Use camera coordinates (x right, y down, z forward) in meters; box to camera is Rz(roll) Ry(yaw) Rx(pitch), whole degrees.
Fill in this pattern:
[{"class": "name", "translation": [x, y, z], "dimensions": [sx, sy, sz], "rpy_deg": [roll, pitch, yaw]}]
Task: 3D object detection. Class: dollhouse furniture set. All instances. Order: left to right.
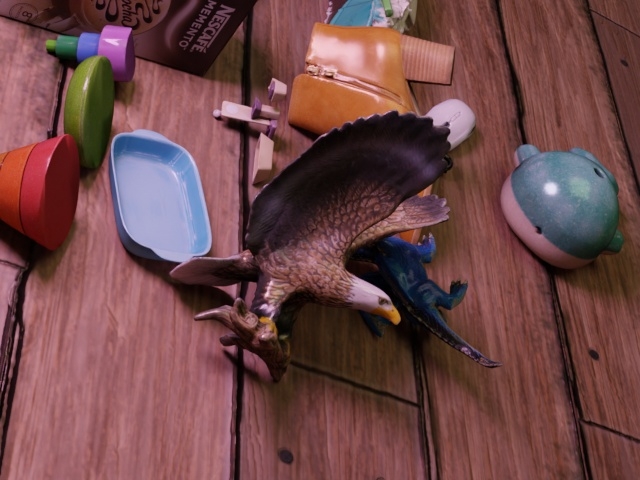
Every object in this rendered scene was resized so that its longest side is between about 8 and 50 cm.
[{"class": "dollhouse furniture set", "translation": [-0.094, -0.139, 1.521], "dimensions": [0.081, 0.091, 0.114], "rpy_deg": [12, 49, -11]}]

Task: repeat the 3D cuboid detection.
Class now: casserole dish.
[{"class": "casserole dish", "translation": [-0.188, -0.044, 1.380], "dimensions": [0.114, 0.037, 0.188], "rpy_deg": [10, 48, -33]}]

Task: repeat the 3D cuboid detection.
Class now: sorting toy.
[{"class": "sorting toy", "translation": [-0.307, -0.135, 1.340], "dimensions": [0.126, 0.127, 0.366], "rpy_deg": [7, 40, 4]}]

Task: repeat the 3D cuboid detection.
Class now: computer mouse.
[{"class": "computer mouse", "translation": [0.184, -0.171, 1.799], "dimensions": [0.106, 0.042, 0.193], "rpy_deg": [44, 39, 3]}]

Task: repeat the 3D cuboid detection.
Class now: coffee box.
[{"class": "coffee box", "translation": [-0.242, -0.334, 1.496], "dimensions": [0.297, 0.168, 0.119], "rpy_deg": [13, 47, -30]}]

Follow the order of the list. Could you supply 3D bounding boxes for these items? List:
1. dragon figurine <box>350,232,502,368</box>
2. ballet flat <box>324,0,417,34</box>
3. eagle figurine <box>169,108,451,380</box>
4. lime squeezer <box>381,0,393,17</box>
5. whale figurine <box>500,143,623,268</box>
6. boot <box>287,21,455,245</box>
[{"class": "dragon figurine", "translation": [0.096, 0.061, 1.478], "dimensions": [0.144, 0.085, 0.289], "rpy_deg": [-2, 52, -38]}, {"class": "ballet flat", "translation": [0.081, -0.337, 1.825], "dimensions": [0.147, 0.147, 0.409], "rpy_deg": [32, 43, -12]}, {"class": "eagle figurine", "translation": [0.009, 0.006, 1.322], "dimensions": [0.225, 0.226, 0.298], "rpy_deg": [39, 74, -30]}, {"class": "lime squeezer", "translation": [0.028, -0.406, 1.750], "dimensions": [0.110, 0.059, 0.310], "rpy_deg": [-22, 42, -37]}, {"class": "whale figurine", "translation": [0.384, -0.075, 1.799], "dimensions": [0.216, 0.141, 0.272], "rpy_deg": [47, 39, 6]}, {"class": "boot", "translation": [0.059, -0.138, 1.615], "dimensions": [0.211, 0.295, 0.104], "rpy_deg": [7, 0, 9]}]
